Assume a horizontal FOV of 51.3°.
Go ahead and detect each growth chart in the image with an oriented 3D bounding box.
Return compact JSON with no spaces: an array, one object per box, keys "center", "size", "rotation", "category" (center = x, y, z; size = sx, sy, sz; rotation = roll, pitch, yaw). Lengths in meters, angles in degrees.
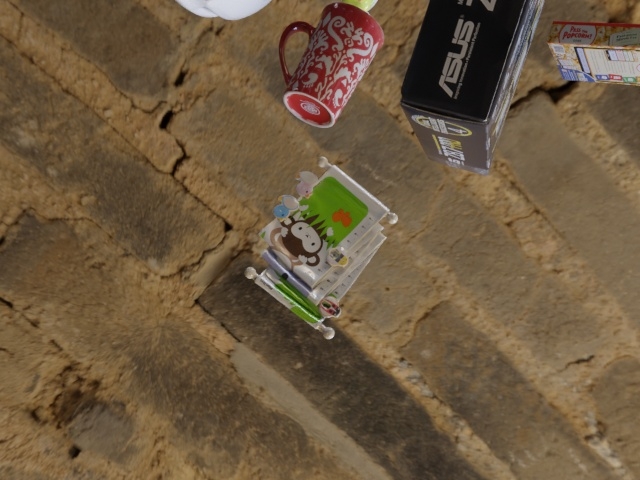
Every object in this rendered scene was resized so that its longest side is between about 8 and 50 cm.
[{"center":[0.000,0.000,0.944],"size":[0.172,0.021,0.237],"rotation":[32,-115,4],"category":"growth chart"}]

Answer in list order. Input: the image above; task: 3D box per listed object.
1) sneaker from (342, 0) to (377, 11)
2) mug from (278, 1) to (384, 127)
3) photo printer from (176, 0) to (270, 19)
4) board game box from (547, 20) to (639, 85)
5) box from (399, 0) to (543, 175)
[{"center":[0.069,-0.496,1.246],"size":[0.081,0.208,0.094],"rotation":[30,-120,9],"category":"sneaker"},{"center":[0.004,-0.276,1.072],"size":[0.113,0.150,0.169],"rotation":[43,-114,-45],"category":"mug"},{"center":[-0.082,-0.375,0.644],"size":[0.107,0.256,0.308],"rotation":[10,-67,5],"category":"photo printer"},{"center":[0.518,-0.329,1.185],"size":[0.193,0.146,0.045],"rotation":[15,-97,33],"category":"board game box"},{"center":[0.203,-0.288,0.728],"size":[0.097,0.318,0.395],"rotation":[18,-88,16],"category":"box"}]
